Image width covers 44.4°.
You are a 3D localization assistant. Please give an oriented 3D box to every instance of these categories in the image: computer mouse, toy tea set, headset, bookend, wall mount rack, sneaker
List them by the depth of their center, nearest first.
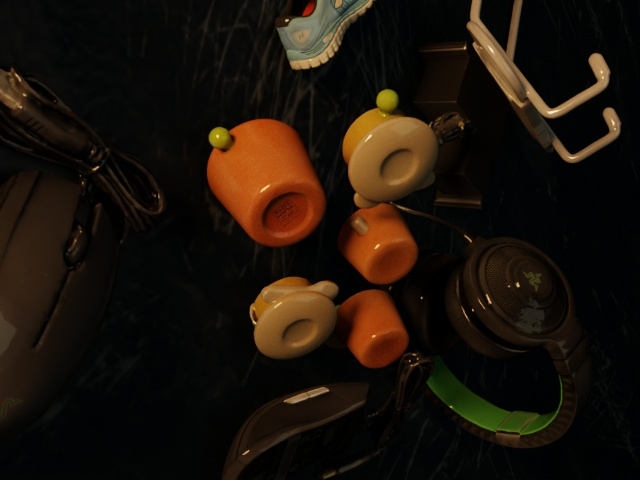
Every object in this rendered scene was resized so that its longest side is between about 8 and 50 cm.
[{"bbox_3d":[-0.204,0.029,0.545,0.188,0.072,0.272,45,60,-47],"label":"computer mouse"},{"bbox_3d":[0.000,0.000,0.781,0.200,0.124,0.336,-16,132,-16],"label":"toy tea set"},{"bbox_3d":[0.007,-0.249,0.788,0.073,0.063,0.162,51,56,-39],"label":"sneaker"},{"bbox_3d":[-0.005,0.206,0.837,0.262,0.060,0.184,-21,143,-30],"label":"computer mouse"},{"bbox_3d":[0.185,0.053,0.925,0.185,0.243,0.394,-36,108,-37],"label":"headset"},{"bbox_3d":[0.167,-0.143,1.002,0.156,0.072,0.157,35,67,-50],"label":"bookend"},{"bbox_3d":[0.283,-0.268,1.066,0.304,0.131,0.350,62,16,21],"label":"wall mount rack"}]
